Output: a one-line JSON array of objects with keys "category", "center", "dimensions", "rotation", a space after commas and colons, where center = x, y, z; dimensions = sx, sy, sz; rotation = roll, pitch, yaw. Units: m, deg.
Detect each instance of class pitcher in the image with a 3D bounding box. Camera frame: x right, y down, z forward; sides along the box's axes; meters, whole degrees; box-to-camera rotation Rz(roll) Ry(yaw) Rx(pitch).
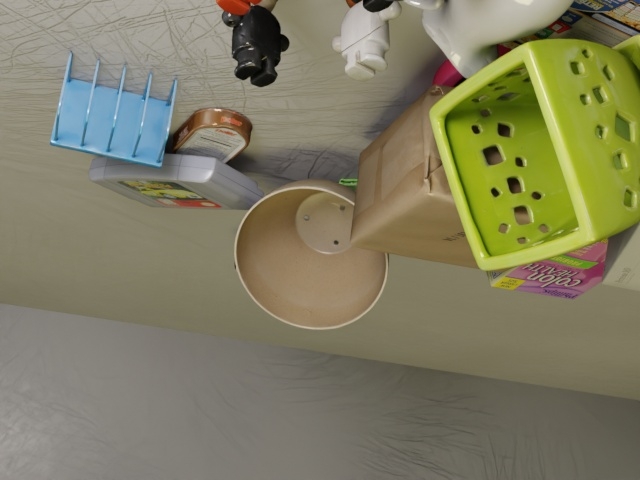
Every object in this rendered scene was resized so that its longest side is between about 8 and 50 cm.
[{"category": "pitcher", "center": [0.176, -0.287, 0.876], "dimensions": [0.177, 0.125, 0.207], "rotation": [34, 157, -8]}]

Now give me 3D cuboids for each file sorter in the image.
[{"category": "file sorter", "center": [-0.311, -0.200, 1.221], "dimensions": [0.170, 0.118, 0.104], "rotation": [12, 156, -17]}]

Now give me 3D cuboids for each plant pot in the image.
[{"category": "plant pot", "center": [0.000, 0.000, 1.522], "dimensions": [0.284, 0.284, 0.191], "rotation": [1, -157, 13]}, {"category": "plant pot", "center": [0.294, -0.108, 0.955], "dimensions": [0.207, 0.228, 0.227], "rotation": [-17, 176, -22]}]

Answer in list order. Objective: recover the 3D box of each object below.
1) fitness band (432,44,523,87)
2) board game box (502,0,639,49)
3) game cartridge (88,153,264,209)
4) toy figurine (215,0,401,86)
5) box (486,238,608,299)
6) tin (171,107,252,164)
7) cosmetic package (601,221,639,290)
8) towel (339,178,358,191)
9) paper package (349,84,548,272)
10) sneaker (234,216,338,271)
[{"category": "fitness band", "center": [0.305, -0.202, 1.155], "dimensions": [0.290, 0.054, 0.209], "rotation": [8, 160, -3]}, {"category": "board game box", "center": [0.321, -0.259, 0.943], "dimensions": [0.146, 0.045, 0.193], "rotation": [17, 167, -20]}, {"category": "game cartridge", "center": [-0.277, -0.109, 1.492], "dimensions": [0.294, 0.060, 0.196], "rotation": [3, 163, 30]}, {"category": "toy figurine", "center": [-0.014, -0.284, 0.889], "dimensions": [0.209, 0.148, 0.213], "rotation": [-2, 157, 4]}, {"category": "box", "center": [0.450, -0.007, 1.452], "dimensions": [0.213, 0.117, 0.243], "rotation": [10, 145, -28]}, {"category": "tin", "center": [-0.189, -0.173, 1.386], "dimensions": [0.106, 0.040, 0.189], "rotation": [11, 160, -28]}, {"category": "cosmetic package", "center": [0.578, 0.001, 1.131], "dimensions": [0.284, 0.098, 0.377], "rotation": [9, 164, 12]}, {"category": "towel", "center": [0.110, -0.084, 1.573], "dimensions": [0.113, 0.023, 0.152], "rotation": [-3, 158, 21]}, {"category": "paper package", "center": [0.235, -0.076, 1.227], "dimensions": [0.309, 0.168, 0.325], "rotation": [11, 164, -15]}, {"category": "sneaker", "center": [-0.013, 0.045, 1.799], "dimensions": [0.236, 0.130, 0.322], "rotation": [27, 146, -37]}]
